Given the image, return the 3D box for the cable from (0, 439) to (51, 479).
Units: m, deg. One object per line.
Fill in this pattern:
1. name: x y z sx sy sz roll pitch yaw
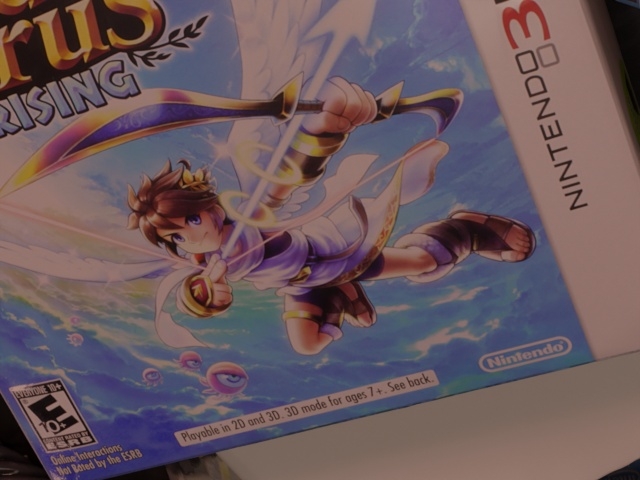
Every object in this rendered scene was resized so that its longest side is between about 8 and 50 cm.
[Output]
1. cable: -0.202 0.181 0.895 0.150 0.047 0.184 25 118 -15

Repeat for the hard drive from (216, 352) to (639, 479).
1. hard drive: 0.000 0.000 0.655 0.203 0.040 0.307 -32 112 24

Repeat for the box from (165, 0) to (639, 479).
1. box: 0.093 -0.023 0.708 0.395 0.097 0.318 -8 122 12

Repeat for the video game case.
1. video game case: -0.028 -0.044 0.574 0.269 0.061 0.244 -16 116 17
